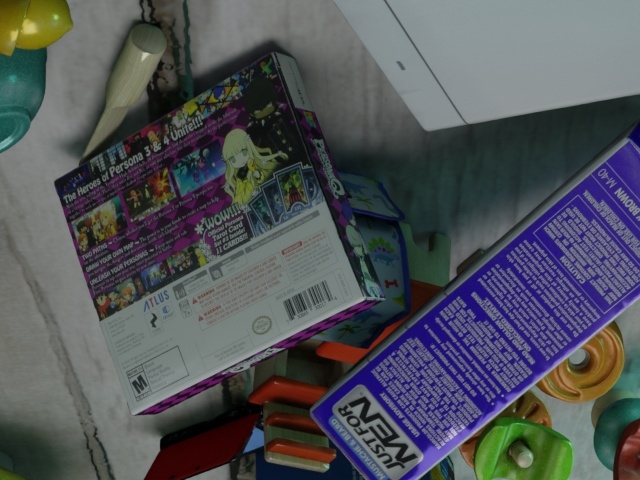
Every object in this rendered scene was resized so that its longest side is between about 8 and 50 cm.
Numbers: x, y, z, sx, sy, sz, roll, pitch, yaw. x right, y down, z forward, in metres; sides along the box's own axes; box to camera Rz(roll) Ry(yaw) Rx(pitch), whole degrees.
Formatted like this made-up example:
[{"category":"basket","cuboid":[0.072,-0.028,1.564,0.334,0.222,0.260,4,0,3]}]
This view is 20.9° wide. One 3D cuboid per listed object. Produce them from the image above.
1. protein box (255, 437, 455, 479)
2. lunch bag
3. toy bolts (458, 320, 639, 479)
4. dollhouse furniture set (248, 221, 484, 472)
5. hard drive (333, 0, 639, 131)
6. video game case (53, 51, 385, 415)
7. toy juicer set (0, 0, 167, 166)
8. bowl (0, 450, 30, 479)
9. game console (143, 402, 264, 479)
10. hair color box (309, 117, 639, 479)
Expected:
[{"category":"protein box","cuboid":[0.045,0.327,1.923,0.201,0.200,0.136,-11,148,12]},{"category":"lunch bag","cuboid":[0.000,0.000,1.437,0.128,0.151,0.096,14,143,-27]},{"category":"toy bolts","cuboid":[0.269,0.163,1.792,0.228,0.158,0.218,17,104,-13]},{"category":"dollhouse furniture set","cuboid":[0.038,0.102,1.620,0.262,0.135,0.259,14,144,-26]},{"category":"hard drive","cuboid":[0.206,-0.166,1.165,0.353,0.047,0.233,-10,155,18]},{"category":"video game case","cuboid":[-0.085,-0.002,1.356,0.232,0.210,0.042,-28,163,25]},{"category":"toy juicer set","cuboid":[-0.239,-0.132,1.275,0.329,0.089,0.209,-5,151,-51]},{"category":"bowl","cuboid":[-0.399,0.315,1.906,0.289,0.156,0.289,-2,149,-1]},{"category":"game console","cuboid":[-0.106,0.237,1.873,0.144,0.085,0.124,-23,143,30]},{"category":"hair color box","cuboid":[0.163,0.051,1.400,0.339,0.110,0.185,-40,178,19]}]
